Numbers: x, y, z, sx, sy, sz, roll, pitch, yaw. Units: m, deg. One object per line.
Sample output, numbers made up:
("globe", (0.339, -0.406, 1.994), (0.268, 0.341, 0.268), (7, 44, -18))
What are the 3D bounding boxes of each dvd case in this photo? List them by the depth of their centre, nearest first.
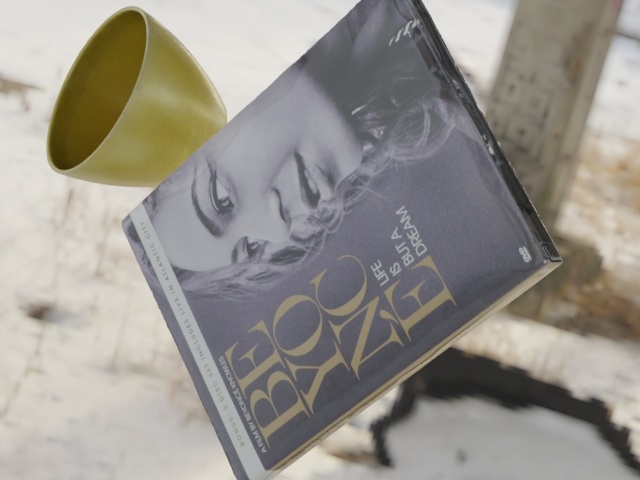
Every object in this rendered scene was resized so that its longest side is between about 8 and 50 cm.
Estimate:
("dvd case", (0.000, 0.000, 0.907), (0.018, 0.221, 0.164), (-1, 59, -50))

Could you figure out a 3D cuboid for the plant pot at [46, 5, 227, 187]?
("plant pot", (-0.126, -0.092, 1.358), (0.095, 0.134, 0.134), (26, 6, -30))
